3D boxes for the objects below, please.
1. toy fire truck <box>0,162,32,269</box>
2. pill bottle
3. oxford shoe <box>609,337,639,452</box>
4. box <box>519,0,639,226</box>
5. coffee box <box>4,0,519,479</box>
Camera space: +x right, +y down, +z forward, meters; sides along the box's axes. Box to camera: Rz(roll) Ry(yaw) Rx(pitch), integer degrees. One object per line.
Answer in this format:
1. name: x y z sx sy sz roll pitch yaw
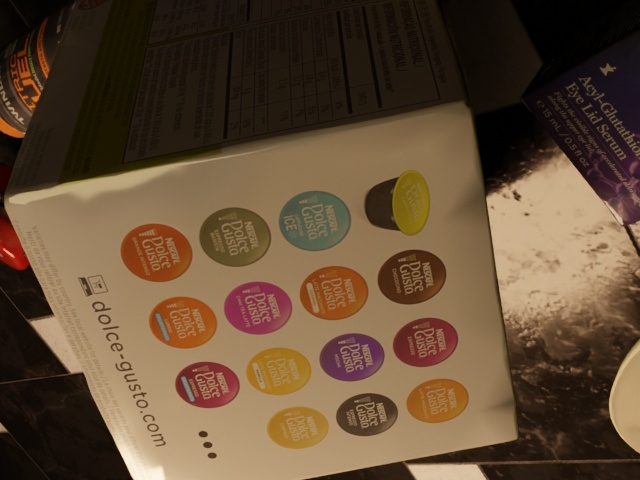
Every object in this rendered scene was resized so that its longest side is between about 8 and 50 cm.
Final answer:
1. toy fire truck: -0.305 0.006 1.353 0.302 0.169 0.254 22 157 32
2. pill bottle: -0.295 -0.193 1.180 0.245 0.130 0.130 -17 116 44
3. oxford shoe: 0.395 0.147 0.959 0.169 0.130 0.449 36 154 1
4. box: 0.298 -0.128 0.827 0.153 0.108 0.207 48 139 -11
5. coffee box: -0.031 -0.029 0.899 0.334 0.338 0.338 -11 126 5
